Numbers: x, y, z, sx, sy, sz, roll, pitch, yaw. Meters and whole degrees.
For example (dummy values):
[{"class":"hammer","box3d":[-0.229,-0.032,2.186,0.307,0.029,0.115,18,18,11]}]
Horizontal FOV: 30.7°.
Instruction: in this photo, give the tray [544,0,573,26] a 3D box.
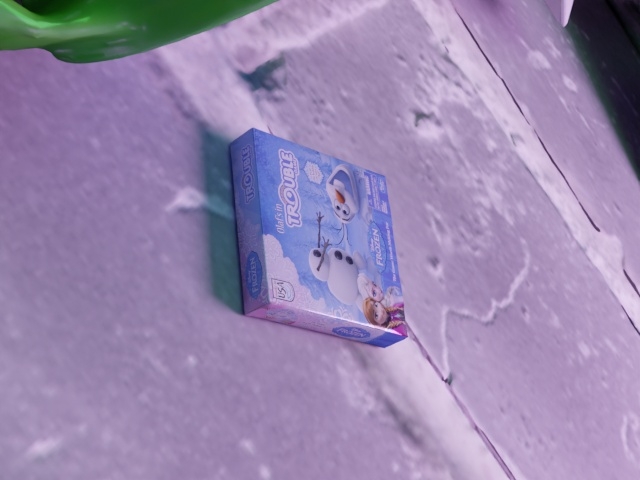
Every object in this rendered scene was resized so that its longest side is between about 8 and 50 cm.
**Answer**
[{"class":"tray","box3d":[0.128,-0.265,0.704,0.270,0.030,0.145,68,1,-61]}]

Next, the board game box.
[{"class":"board game box","box3d":[0.000,0.000,0.555,0.090,0.020,0.090,16,56,-40]}]

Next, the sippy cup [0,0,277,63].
[{"class":"sippy cup","box3d":[-0.051,-0.216,0.421,0.224,0.240,0.305,62,22,-23]}]
